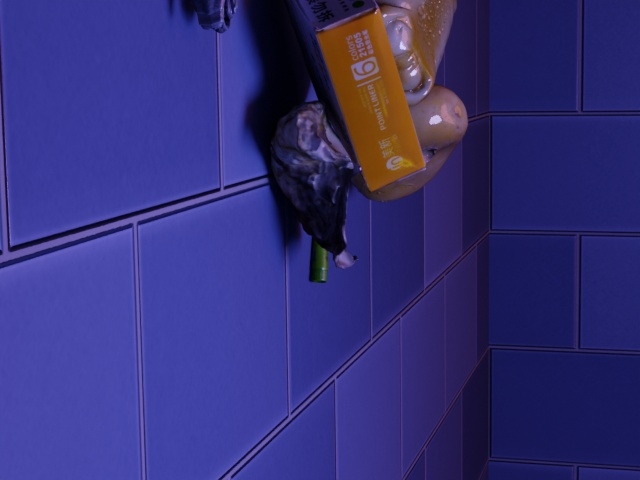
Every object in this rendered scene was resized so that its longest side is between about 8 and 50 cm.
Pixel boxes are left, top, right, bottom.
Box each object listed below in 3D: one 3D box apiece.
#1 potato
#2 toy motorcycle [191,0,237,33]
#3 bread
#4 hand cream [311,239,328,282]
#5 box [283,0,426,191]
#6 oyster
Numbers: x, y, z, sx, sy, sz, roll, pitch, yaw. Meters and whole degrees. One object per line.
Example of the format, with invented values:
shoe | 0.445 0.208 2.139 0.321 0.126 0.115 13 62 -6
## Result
potato | 0.121 -0.154 1.967 0.150 0.146 0.234 -37 168 -47
toy motorcycle | -0.117 -0.309 1.319 0.124 0.061 0.193 -8 93 -81
bread | 0.119 -0.333 1.896 0.173 0.121 0.311 63 30 -31
hand cream | 0.000 0.000 1.857 0.036 0.023 0.122 38 51 -67
box | 0.035 -0.227 1.637 0.221 0.091 0.274 -116 -177 -48
oyster | -0.006 -0.081 1.671 0.275 0.100 0.271 -115 -176 -60
